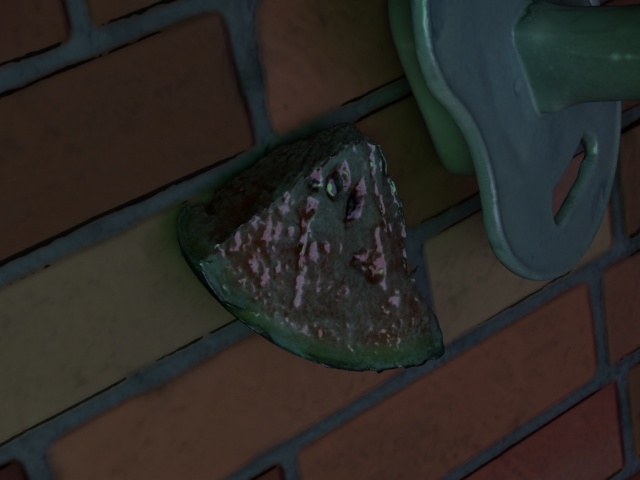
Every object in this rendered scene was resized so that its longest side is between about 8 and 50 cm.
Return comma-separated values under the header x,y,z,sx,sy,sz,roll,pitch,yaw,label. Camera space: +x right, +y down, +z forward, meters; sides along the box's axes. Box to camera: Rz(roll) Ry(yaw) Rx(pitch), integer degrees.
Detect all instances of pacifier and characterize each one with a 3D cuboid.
x,y,z,sx,sy,sz,roll,pitch,yaw,label
0.166,-0.114,0.828,0.238,0.226,0.287,-51,133,-37,pacifier

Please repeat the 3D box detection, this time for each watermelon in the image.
x,y,z,sx,sy,sz,roll,pitch,yaw,label
0.000,0.000,0.840,0.187,0.071,0.139,23,84,-33,watermelon
